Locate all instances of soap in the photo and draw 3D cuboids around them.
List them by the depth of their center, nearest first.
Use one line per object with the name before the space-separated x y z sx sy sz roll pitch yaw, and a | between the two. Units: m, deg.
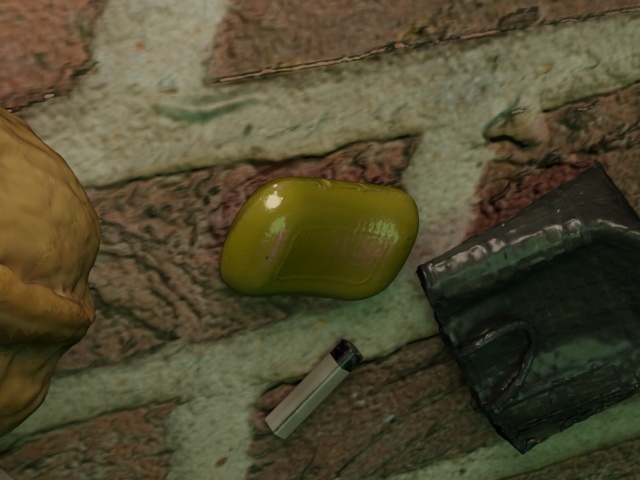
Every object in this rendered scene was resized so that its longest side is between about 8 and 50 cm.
soap | 0.000 -0.001 0.991 0.140 0.045 0.089 5 121 -36

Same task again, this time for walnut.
walnut | -0.217 0.012 0.752 0.245 0.198 0.198 17 116 -40

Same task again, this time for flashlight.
flashlight | -0.004 0.105 1.104 0.083 0.018 0.018 -47 136 10

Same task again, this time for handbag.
handbag | 0.175 0.058 1.145 0.175 0.088 0.270 -29 138 2

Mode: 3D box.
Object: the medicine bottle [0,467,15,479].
medicine bottle | -0.286 0.249 0.866 0.252 0.252 0.241 20 114 -43
